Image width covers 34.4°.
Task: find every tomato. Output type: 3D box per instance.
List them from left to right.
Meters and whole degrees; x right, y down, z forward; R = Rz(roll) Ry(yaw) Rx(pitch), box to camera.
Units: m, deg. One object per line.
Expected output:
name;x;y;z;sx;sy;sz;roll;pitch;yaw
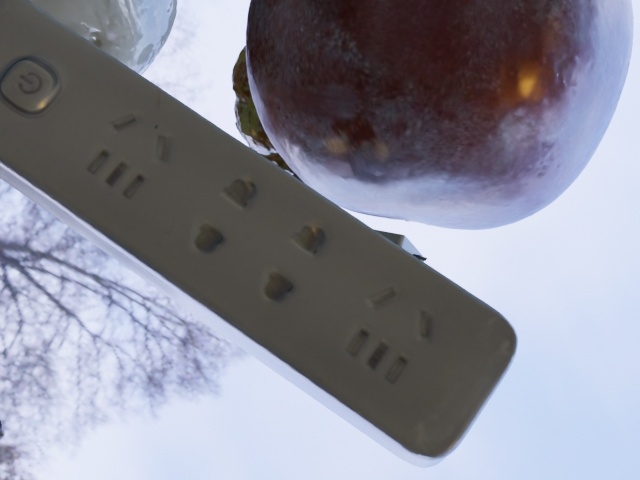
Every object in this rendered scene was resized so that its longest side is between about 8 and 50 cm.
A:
tomato;0.095;-0.153;0.849;0.317;0.317;0.282;12;-83;38

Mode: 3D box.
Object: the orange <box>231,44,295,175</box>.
orange;0.008;-0.245;1.707;0.249;0.329;0.329;21;-102;51

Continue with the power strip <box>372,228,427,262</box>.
power strip;0.000;0.000;1.622;0.367;0.106;0.043;11;-106;28

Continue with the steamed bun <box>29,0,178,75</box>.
steamed bun;-0.327;-0.319;1.225;0.334;0.312;0.233;1;-137;15

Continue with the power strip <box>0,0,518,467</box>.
power strip;-0.072;-0.018;0.575;0.385;0.062;0.091;34;-103;8

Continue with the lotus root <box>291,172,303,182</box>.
lotus root;-0.015;-0.069;1.355;0.049;0.054;0.099;-37;-167;-38

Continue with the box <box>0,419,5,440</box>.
box;-0.340;0.163;0.520;0.180;0.325;0.047;-45;-111;36
